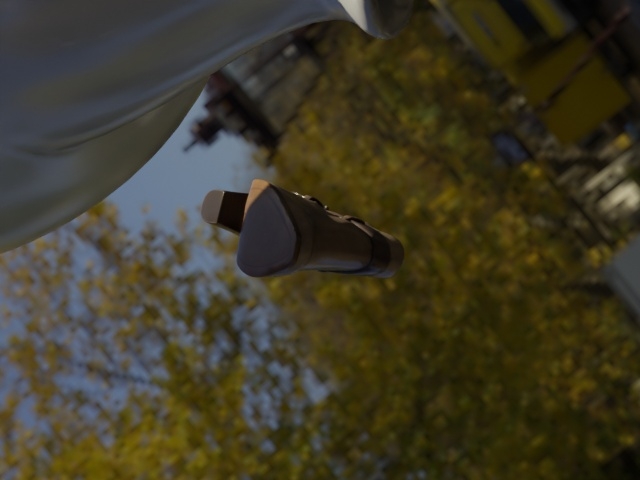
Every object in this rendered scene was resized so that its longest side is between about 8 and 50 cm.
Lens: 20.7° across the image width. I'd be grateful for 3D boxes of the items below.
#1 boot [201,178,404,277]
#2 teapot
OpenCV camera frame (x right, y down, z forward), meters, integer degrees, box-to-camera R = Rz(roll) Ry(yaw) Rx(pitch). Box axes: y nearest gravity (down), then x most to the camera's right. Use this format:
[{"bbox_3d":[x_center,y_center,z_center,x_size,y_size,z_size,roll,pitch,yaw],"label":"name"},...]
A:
[{"bbox_3d":[0.000,0.000,0.809,0.087,0.042,0.118,16,-172,-27],"label":"boot"},{"bbox_3d":[-0.101,-0.134,0.533,0.256,0.187,0.252,56,-177,-5],"label":"teapot"}]
